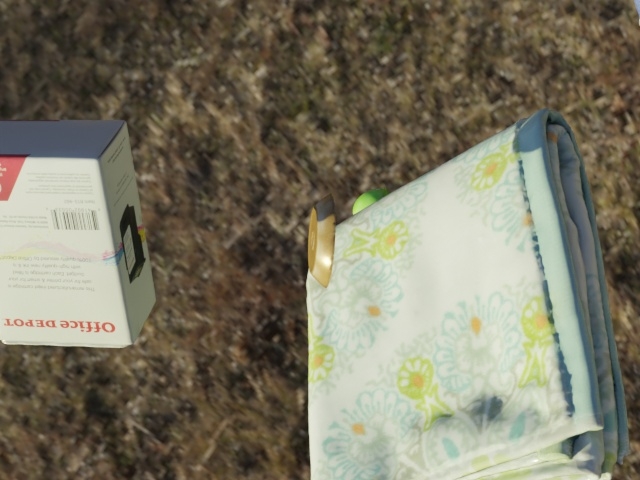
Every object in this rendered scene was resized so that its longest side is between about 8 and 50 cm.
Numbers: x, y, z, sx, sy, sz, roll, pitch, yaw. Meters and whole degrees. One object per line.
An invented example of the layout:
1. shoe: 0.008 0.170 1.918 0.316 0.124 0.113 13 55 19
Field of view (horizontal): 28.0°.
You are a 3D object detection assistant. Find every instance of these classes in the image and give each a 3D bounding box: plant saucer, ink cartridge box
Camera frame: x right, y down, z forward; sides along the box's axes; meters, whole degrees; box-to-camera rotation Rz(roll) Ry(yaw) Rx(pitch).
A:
1. plant saucer: 0.000 0.000 1.123 0.015 0.083 0.083 3 57 -8
2. ink cartridge box: -0.215 -0.006 1.052 0.127 0.175 0.072 1 30 11

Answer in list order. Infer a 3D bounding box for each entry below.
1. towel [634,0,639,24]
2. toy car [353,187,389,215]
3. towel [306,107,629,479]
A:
1. towel: 0.255 -0.146 0.605 0.243 0.040 0.336 -27 68 46
2. toy car: 0.079 0.039 1.644 0.239 0.053 0.225 -22 73 31
3. towel: 0.118 0.088 1.210 0.320 0.090 0.374 -27 48 33
